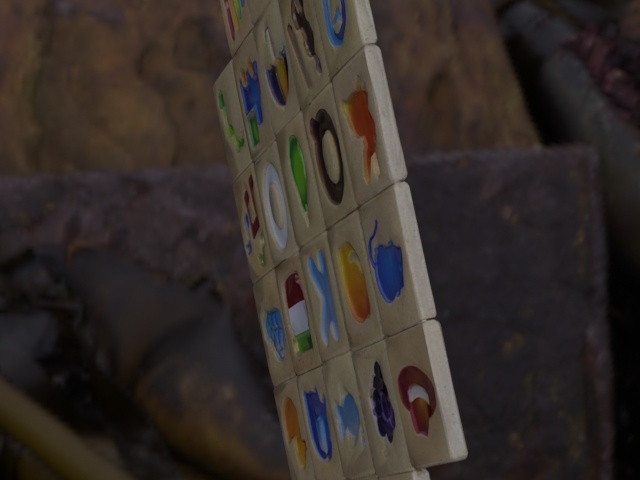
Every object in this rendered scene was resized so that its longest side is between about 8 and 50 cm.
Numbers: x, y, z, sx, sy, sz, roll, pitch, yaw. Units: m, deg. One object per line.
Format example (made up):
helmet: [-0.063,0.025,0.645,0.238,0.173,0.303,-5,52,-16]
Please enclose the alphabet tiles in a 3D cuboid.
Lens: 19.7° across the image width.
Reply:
alphabet tiles: [0.000,0.000,0.875,0.011,0.285,0.343,-10,82,-15]
